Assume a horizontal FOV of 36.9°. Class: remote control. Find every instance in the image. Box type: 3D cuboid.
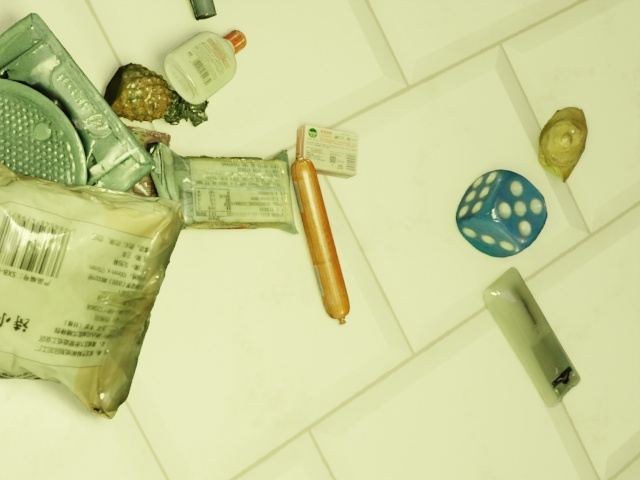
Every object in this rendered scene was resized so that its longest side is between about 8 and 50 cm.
[{"bbox_3d":[0.474,0.211,2.109,0.109,0.055,0.313,-37,100,-26],"label":"remote control"}]

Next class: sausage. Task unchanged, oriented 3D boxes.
[{"bbox_3d":[0.000,0.000,1.884,0.053,0.053,0.348,-18,98,-28],"label":"sausage"}]

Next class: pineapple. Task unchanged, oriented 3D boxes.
[{"bbox_3d":[-0.296,-0.254,1.770,0.197,0.108,0.108,17,75,-36],"label":"pineapple"}]

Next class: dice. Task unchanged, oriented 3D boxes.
[{"bbox_3d":[0.386,-0.057,2.053,0.146,0.146,0.143,38,66,-17],"label":"dice"}]

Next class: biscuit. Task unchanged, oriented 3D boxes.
[{"bbox_3d":[-0.173,-0.093,1.802,0.309,0.079,0.186,-3,80,-33],"label":"biscuit"}]

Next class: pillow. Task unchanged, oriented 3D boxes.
[{"bbox_3d":[-0.331,-0.119,1.757,0.118,0.043,0.185,9,75,-28],"label":"pillow"}]

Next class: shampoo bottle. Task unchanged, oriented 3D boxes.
[{"bbox_3d":[-0.248,-0.532,1.844,0.072,0.072,0.214,-16,91,-28],"label":"shampoo bottle"},{"bbox_3d":[-0.207,-0.339,1.803,0.108,0.051,0.221,54,39,-13],"label":"shampoo bottle"}]

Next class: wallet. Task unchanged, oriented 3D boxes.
[{"bbox_3d":[-0.476,-0.188,1.647,0.237,0.075,0.342,-38,102,-5],"label":"wallet"}]

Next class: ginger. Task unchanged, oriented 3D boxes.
[{"bbox_3d":[0.575,-0.250,2.201,0.115,0.123,0.193,29,64,1],"label":"ginger"}]

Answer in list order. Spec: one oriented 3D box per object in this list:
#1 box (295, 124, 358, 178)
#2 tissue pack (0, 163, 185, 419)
[{"bbox_3d":[0.013,-0.178,1.938,0.125,0.043,0.089,9,79,-25],"label":"box"},{"bbox_3d":[-0.437,0.075,1.572,0.375,0.195,0.390,18,92,-26],"label":"tissue pack"}]
